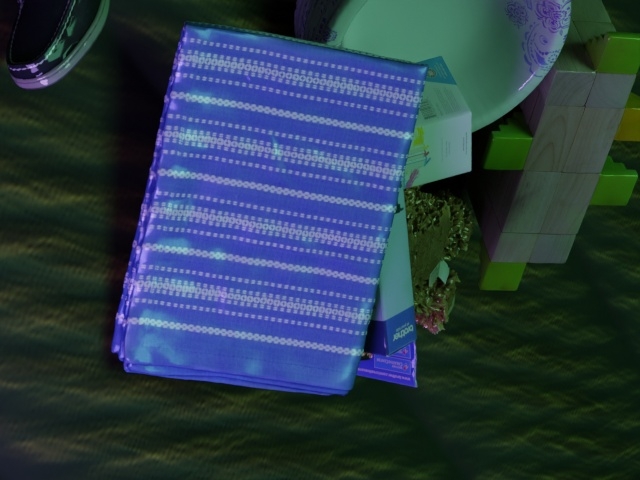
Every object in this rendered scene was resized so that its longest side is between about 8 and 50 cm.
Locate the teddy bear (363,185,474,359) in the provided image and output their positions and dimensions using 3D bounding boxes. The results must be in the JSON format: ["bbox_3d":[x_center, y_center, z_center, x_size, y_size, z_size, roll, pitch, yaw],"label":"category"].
[{"bbox_3d":[0.079,0.007,2.017,0.338,0.113,0.245,-19,118,-63],"label":"teddy bear"}]

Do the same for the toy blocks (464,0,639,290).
[{"bbox_3d":[0.252,-0.165,2.116,0.261,0.190,0.381,-104,-159,-46],"label":"toy blocks"}]

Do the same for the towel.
[{"bbox_3d":[-0.047,-0.022,1.665,0.243,0.040,0.336,9,103,-15],"label":"towel"}]

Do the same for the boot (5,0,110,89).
[{"bbox_3d":[-0.243,-0.262,1.475,0.178,0.085,0.236,50,47,-46],"label":"boot"}]

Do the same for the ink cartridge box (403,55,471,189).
[{"bbox_3d":[0.074,-0.113,1.836,0.090,0.143,0.092,84,-12,-49],"label":"ink cartridge box"}]

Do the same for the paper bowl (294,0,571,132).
[{"bbox_3d":[0.109,-0.248,1.890,0.284,0.284,0.148,49,12,-49],"label":"paper bowl"}]

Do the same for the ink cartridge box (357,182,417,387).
[{"bbox_3d":[0.000,0.000,1.794,0.065,0.185,0.311,-30,119,-46],"label":"ink cartridge box"}]
